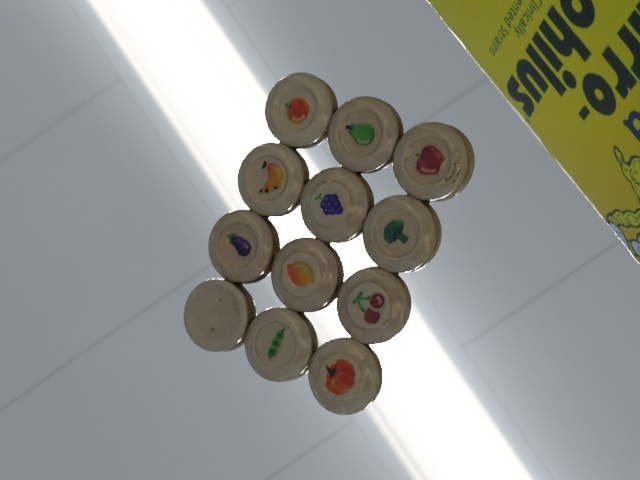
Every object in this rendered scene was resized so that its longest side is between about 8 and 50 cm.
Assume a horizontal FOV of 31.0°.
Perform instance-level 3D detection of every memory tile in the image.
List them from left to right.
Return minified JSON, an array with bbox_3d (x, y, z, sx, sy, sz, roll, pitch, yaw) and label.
[{"bbox_3d":[0.000,0.000,0.554,0.113,0.012,0.148,25,-82,24],"label":"memory tile"}]

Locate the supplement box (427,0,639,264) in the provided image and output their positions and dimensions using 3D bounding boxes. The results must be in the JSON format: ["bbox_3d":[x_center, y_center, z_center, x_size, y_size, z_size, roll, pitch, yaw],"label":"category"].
[{"bbox_3d":[0.203,-0.142,0.587,0.195,0.194,0.356,-32,-104,-17],"label":"supplement box"}]
